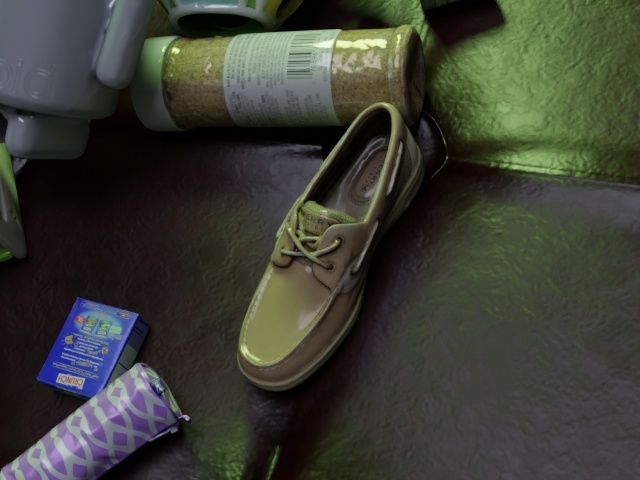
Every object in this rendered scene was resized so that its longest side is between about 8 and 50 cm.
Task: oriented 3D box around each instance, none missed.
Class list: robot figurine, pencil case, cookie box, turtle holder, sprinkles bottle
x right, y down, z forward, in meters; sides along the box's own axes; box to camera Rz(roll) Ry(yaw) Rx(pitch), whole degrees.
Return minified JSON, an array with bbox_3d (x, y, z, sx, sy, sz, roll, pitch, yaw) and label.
[{"bbox_3d":[-0.323,-0.277,1.102,0.300,0.200,0.353,20,104,24],"label":"robot figurine"},{"bbox_3d":[-0.240,0.219,0.983,0.206,0.086,0.088,-37,84,-3],"label":"pencil case"},{"bbox_3d":[-0.262,0.130,1.062,0.092,0.040,0.107,12,66,24],"label":"cookie box"},{"bbox_3d":[-0.089,-0.383,1.210,0.321,0.243,0.227,6,81,-17],"label":"turtle holder"},{"bbox_3d":[-0.055,-0.197,1.132,0.356,0.121,0.121,2,62,19],"label":"sprinkles bottle"}]

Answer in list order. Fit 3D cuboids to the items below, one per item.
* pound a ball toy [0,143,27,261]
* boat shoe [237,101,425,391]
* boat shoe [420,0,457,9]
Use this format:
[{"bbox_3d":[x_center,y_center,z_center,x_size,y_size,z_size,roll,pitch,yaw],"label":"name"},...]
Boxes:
[{"bbox_3d":[-0.519,-0.050,1.195,0.208,0.135,0.319,-24,56,4],"label":"pound a ball toy"},{"bbox_3d":[0.000,0.000,1.007,0.122,0.110,0.341,18,68,26],"label":"boat shoe"},{"bbox_3d":[0.165,-0.449,1.212,0.103,0.118,0.320,-6,63,8],"label":"boat shoe"}]
